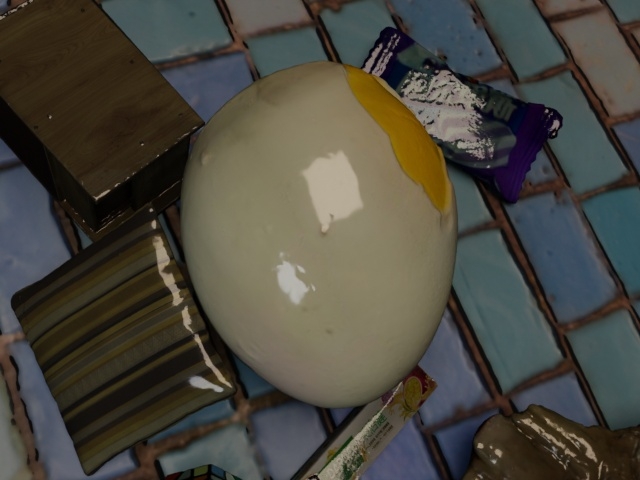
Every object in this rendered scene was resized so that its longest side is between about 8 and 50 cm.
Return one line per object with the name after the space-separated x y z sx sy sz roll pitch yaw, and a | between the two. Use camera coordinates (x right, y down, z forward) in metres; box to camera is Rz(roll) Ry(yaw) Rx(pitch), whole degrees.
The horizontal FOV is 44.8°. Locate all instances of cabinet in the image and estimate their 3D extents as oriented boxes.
-0.247 -0.129 0.843 0.148 0.175 0.215 -39 83 -21 | cabinet

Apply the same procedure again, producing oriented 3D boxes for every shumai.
0.305 0.313 0.850 0.283 0.217 0.346 14 53 26 | shumai

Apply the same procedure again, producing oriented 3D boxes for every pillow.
-0.205 0.103 0.790 0.208 0.052 0.212 -30 78 19 | pillow

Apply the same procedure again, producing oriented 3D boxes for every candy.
0.174 -0.163 1.010 0.275 0.070 0.145 27 76 -5 | candy

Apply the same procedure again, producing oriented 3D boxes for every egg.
0.000 0.000 0.797 0.283 0.283 0.345 -9 84 -15 | egg

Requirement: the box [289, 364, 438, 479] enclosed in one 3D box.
0.047 0.216 0.861 0.050 0.041 0.207 45 68 2 | box

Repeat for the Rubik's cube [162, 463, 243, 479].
-0.117 0.288 0.762 0.133 0.133 0.112 -28 103 -20 | Rubik's cube
